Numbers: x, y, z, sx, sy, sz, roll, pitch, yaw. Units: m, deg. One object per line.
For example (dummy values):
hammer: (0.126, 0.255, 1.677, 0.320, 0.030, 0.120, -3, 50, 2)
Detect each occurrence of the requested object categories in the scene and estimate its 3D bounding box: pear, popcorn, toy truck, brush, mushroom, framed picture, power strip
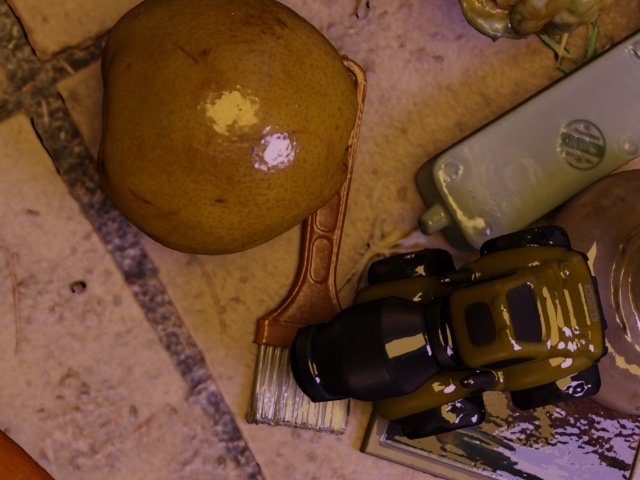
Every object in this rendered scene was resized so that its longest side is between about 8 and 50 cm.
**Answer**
pear: (-0.071, -0.091, 1.523, 0.209, 0.209, 0.209, 1, 87, -16)
popcorn: (0.165, -0.238, 1.624, 0.173, 0.173, 0.142, 1, 103, -16)
toy truck: (0.099, 0.074, 1.536, 0.165, 0.224, 0.147, -3, 80, -53)
brush: (0.000, 0.000, 1.633, 0.090, 0.017, 0.314, 9, 84, -18)
mushroom: (0.279, 0.040, 1.599, 0.204, 0.204, 0.204, 1, 87, -16)
framed picture: (0.174, 0.130, 1.674, 0.250, 0.016, 0.184, 21, 82, -14)
power strip: (0.238, -0.107, 1.682, 0.385, 0.062, 0.091, -31, 96, -16)

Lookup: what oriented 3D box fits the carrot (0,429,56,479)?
carrot: (-0.331, 0.182, 1.438, 0.331, 0.214, 0.193, 42, 59, -13)
